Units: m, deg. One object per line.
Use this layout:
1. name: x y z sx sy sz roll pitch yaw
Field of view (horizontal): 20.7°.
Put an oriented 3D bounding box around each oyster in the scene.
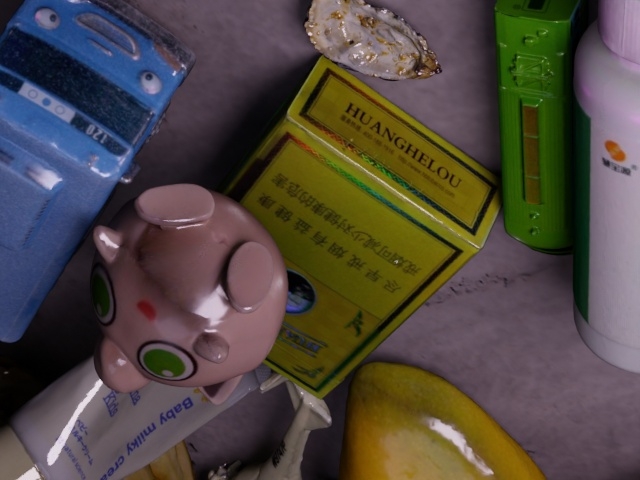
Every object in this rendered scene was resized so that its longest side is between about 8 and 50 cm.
1. oyster: 0.032 -0.114 0.985 0.083 0.019 0.054 29 140 1

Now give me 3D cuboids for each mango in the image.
1. mango: 0.094 0.212 1.245 0.176 0.119 0.317 2 127 31

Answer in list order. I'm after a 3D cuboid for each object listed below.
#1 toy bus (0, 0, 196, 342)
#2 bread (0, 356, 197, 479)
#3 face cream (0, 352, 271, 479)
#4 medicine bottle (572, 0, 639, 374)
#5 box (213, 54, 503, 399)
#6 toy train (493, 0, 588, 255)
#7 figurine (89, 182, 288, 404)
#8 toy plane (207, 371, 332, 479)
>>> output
1. toy bus: -0.179 -0.046 1.088 0.116 0.134 0.234 33 141 -6
2. bread: -0.275 0.190 1.335 0.314 0.191 0.370 -4 133 21
3. face cream: -0.137 0.116 1.203 0.070 0.224 0.114 45 160 46
4. medicine bottle: 0.178 -0.042 0.922 0.095 0.095 0.260 11 140 19
5. box: 0.000 0.000 1.095 0.141 0.064 0.220 34 142 -8
6. toy train: 0.124 -0.053 0.982 0.044 0.042 0.209 12 139 19
7. figurine: -0.081 0.030 1.029 0.125 0.125 0.138 31 143 -5
8. toy plane: -0.033 0.180 1.307 0.108 0.092 0.286 46 147 17
